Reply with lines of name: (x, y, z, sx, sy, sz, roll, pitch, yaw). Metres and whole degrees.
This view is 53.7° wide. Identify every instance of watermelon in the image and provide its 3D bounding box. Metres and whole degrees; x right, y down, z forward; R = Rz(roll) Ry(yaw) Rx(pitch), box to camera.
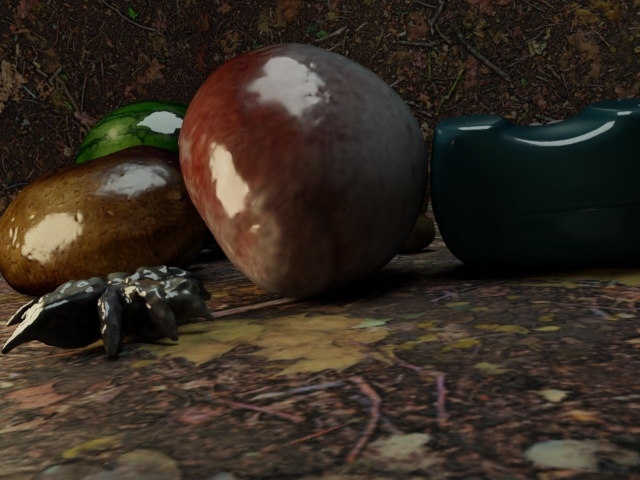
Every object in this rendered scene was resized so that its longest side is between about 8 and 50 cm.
watermelon: (-0.324, -0.121, 1.287, 0.363, 0.363, 0.363, -5, 5, 0)

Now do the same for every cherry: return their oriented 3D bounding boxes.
cherry: (-0.009, -0.079, 0.799, 0.326, 0.291, 0.335, 12, 31, -42)

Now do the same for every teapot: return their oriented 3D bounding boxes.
teapot: (0.150, -0.017, 1.104, 0.080, 0.085, 0.110, -4, -15, -6)

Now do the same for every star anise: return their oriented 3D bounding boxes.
star anise: (-0.194, 0.060, 0.592, 0.204, 0.061, 0.180, -9, 6, -32)

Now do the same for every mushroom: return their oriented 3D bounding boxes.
mushroom: (-0.331, -0.031, 0.967, 0.345, 0.239, 0.345, -30, -1, -1)

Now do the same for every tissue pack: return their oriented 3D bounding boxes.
tissue pack: (0.282, -0.060, 0.783, 0.287, 0.206, 0.198, -6, 14, 11)

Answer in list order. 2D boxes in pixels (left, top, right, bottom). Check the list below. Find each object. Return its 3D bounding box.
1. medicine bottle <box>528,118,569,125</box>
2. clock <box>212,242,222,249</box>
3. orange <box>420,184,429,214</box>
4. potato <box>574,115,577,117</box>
medicine bottle: (0.436, -0.104, 1.068, 0.315, 0.202, 0.202, -4, 5, 4)
clock: (-0.231, -0.046, 1.479, 0.080, 0.117, 0.176, -12, 14, -30)
orange: (0.106, -0.121, 1.508, 0.301, 0.223, 0.300, -2, 0, 33)
potato: (0.747, -0.196, 1.491, 0.351, 0.203, 0.218, 29, -12, -2)
